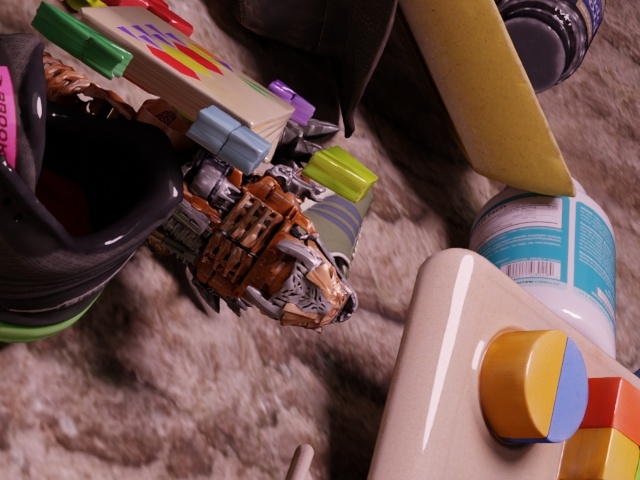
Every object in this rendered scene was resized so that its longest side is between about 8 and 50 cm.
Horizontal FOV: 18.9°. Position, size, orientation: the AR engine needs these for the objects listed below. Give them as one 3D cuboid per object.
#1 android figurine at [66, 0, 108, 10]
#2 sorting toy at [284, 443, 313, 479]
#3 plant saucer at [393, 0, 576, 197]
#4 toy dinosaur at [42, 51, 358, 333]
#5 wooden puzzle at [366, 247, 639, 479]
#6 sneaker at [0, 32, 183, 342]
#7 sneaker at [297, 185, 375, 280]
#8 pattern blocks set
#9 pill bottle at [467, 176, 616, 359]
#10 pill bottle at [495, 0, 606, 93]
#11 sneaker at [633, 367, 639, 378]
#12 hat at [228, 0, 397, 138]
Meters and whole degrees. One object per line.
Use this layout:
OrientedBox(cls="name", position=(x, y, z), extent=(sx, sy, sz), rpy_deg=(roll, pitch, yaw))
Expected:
OrientedBox(cls="android figurine", position=(-0.208, -0.302, 1.605), extent=(0.273, 0.056, 0.248), rpy_deg=(-12, 72, -61))
OrientedBox(cls="sorting toy", position=(0.004, 0.270, 1.299), extent=(0.193, 0.038, 0.208), rpy_deg=(-69, 146, -61))
OrientedBox(cls="plant saucer", position=(0.121, -0.212, 1.891), extent=(0.333, 0.081, 0.333), rpy_deg=(63, 2, -19))
OrientedBox(cls="toy dinosaur", position=(-0.092, -0.050, 1.393), extent=(0.322, 0.164, 0.218), rpy_deg=(59, 17, 16))
OrientedBox(cls="wooden puzzle", position=(0.188, 0.214, 1.574), extent=(0.348, 0.080, 0.322), rpy_deg=(33, 62, -37))
OrientedBox(cls="sneaker", position=(-0.266, -0.067, 1.110), extent=(0.483, 0.202, 0.185), rpy_deg=(12, 52, -55))
OrientedBox(cls="sneaker", position=(0.000, 0.000, 1.639), extent=(0.192, 0.064, 0.086), rpy_deg=(-19, 86, -62))
OrientedBox(cls="pattern blocks set", position=(-0.087, -0.109, 1.290), extent=(0.285, 0.026, 0.325), rpy_deg=(35, 10, 11))
OrientedBox(cls="pill bottle", position=(0.211, 0.041, 1.845), extent=(0.146, 0.146, 0.264), rpy_deg=(46, 30, -22))
OrientedBox(cls="pill bottle", position=(0.259, -0.250, 2.246), extent=(0.123, 0.123, 0.219), rpy_deg=(53, 28, -11))
OrientedBox(cls="sneaker", position=(0.376, 0.223, 2.007), extent=(0.131, 0.112, 0.296), rpy_deg=(69, 25, -19))
OrientedBox(cls="hat", position=(-0.016, -0.264, 1.762), extent=(0.134, 0.331, 0.331), rpy_deg=(5, 47, -9))
